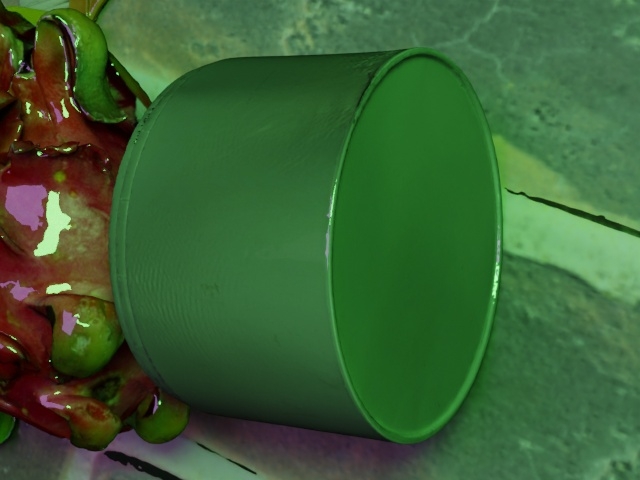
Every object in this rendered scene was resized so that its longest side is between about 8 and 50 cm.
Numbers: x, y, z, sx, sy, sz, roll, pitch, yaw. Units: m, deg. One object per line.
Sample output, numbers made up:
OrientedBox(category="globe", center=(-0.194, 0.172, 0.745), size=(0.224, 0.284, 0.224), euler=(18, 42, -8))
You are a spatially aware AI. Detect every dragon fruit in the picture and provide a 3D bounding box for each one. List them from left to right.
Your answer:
OrientedBox(category="dragon fruit", center=(-0.191, -0.005, 0.778), size=(0.227, 0.307, 0.243), euler=(-4, 44, 40))

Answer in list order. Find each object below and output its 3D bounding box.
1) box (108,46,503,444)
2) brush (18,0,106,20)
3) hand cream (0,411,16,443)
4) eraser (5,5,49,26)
OrientedBox(category="box", center=(0.000, 0.000, 0.683), size=(0.149, 0.226, 0.226), euler=(3, 86, 31))
OrientedBox(category="brush", center=(-0.131, -0.235, 0.915), size=(0.314, 0.017, 0.090), euler=(-8, 80, 29))
OrientedBox(category="hand cream", center=(-0.381, 0.155, 1.006), size=(0.275, 0.050, 0.079), euler=(-4, 57, 36))
OrientedBox(category="eraser", center=(-0.256, -0.151, 0.909), size=(0.097, 0.122, 0.045), euler=(16, 120, 25))
